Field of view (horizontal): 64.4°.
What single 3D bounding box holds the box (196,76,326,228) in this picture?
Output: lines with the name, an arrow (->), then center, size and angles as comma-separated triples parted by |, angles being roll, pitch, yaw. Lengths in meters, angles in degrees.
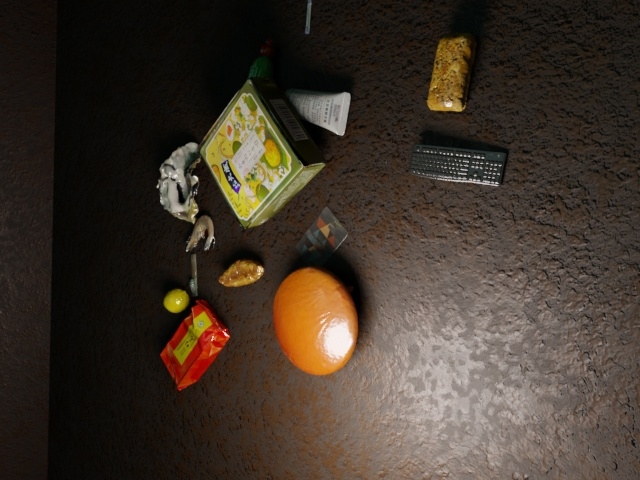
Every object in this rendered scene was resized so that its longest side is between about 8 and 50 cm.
box -> -0.224, -0.303, 1.815 | 0.420, 0.138, 0.373 | -40, 77, 41

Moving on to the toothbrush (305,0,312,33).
toothbrush -> -0.040, -0.843, 1.799 | 0.019, 0.016, 0.220 | 7, 95, 41

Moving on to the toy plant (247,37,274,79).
toy plant -> -0.230, -0.625, 1.918 | 0.154, 0.088, 0.240 | -9, 77, 55

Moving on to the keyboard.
keyboard -> 0.339, -0.227, 1.468 | 0.381, 0.041, 0.103 | 14, 99, 39

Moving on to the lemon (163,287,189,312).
lemon -> -0.640, 0.267, 2.256 | 0.133, 0.109, 0.109 | -39, 66, 24

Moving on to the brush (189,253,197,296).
brush -> -0.565, 0.153, 2.243 | 0.034, 0.027, 0.190 | -3, 87, 38

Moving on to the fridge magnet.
fridge magnet -> -0.016, 0.265, 1.698 | 0.363, 0.155, 0.364 | 1, 91, 40

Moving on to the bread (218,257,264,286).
bread -> -0.302, 0.122, 1.990 | 0.233, 0.076, 0.105 | -19, 90, 32

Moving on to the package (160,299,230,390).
package -> -0.528, 0.437, 2.152 | 0.196, 0.123, 0.423 | 49, 119, 26

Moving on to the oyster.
oyster -> -0.593, -0.244, 2.216 | 0.238, 0.115, 0.351 | -12, 88, 31

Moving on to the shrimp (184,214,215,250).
shrimp -> -0.513, -0.005, 2.188 | 0.219, 0.046, 0.152 | -50, 58, 28

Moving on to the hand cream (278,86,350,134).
hand cream -> -0.032, -0.468, 1.751 | 0.314, 0.089, 0.140 | 26, 116, 33

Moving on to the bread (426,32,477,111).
bread -> 0.366, -0.468, 1.420 | 0.114, 0.083, 0.211 | 14, 98, 43

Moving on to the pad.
pad -> 0.000, 0.000, 1.781 | 0.211, 0.003, 0.143 | -52, 60, 27
